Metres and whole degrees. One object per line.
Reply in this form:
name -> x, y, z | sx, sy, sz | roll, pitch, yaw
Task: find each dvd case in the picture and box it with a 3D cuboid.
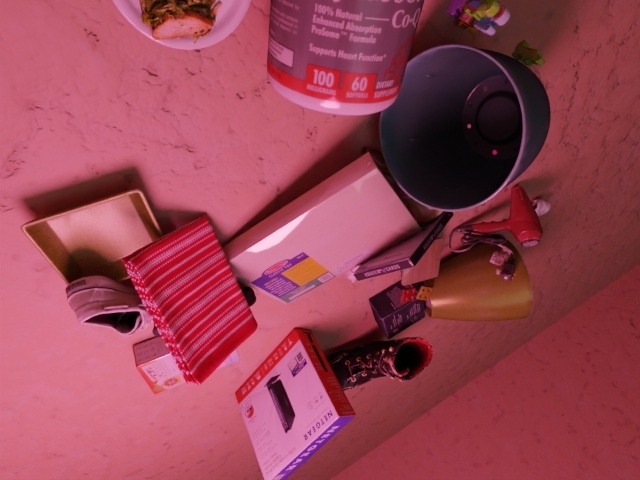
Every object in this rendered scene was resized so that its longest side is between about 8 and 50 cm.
dvd case -> 0.206, 0.009, 1.003 | 0.179, 0.030, 0.238 | -22, -164, 49

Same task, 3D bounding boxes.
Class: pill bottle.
pill bottle -> 0.043, -0.373, 0.526 | 0.210, 0.210, 0.363 | -12, 136, -24

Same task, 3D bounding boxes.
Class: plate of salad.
plate of salad -> -0.176, -0.349, 0.527 | 0.199, 0.048, 0.200 | -18, 138, -17

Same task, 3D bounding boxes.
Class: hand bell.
hand bell -> 0.183, -0.147, 0.955 | 0.242, 0.126, 0.126 | 28, 112, -33

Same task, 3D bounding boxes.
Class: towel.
towel -> -0.234, 0.112, 0.790 | 0.199, 0.031, 0.275 | -40, 114, -47

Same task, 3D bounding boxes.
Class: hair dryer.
hair dryer -> 0.553, -0.046, 1.235 | 0.294, 0.223, 0.080 | -51, 163, -12

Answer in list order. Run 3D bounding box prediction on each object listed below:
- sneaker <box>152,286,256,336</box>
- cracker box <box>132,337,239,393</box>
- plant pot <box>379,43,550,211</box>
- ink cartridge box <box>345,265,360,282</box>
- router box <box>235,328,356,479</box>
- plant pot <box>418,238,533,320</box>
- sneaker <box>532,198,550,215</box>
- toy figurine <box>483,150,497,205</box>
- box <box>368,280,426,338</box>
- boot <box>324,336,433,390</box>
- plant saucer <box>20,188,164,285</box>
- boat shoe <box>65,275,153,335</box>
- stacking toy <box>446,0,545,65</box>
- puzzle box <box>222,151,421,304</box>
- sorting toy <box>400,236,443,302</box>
sneaker -> -0.250, 0.118, 0.900 | 0.109, 0.130, 0.286 | -26, 169, 25
cracker box -> -0.337, 0.291, 1.047 | 0.232, 0.067, 0.156 | -18, 139, -17
plant pot -> 0.304, -0.227, 0.804 | 0.235, 0.293, 0.293 | -22, 141, -37
ink cartridge box -> 0.088, 0.073, 1.130 | 0.028, 0.048, 0.083 | 1, 129, -35
router box -> -0.092, 0.492, 1.233 | 0.082, 0.301, 0.335 | 22, 115, -46
plant pot -> 0.489, 0.155, 1.352 | 0.293, 0.275, 0.275 | -13, 139, 2
sneaker -> 0.722, -0.082, 1.410 | 0.061, 0.054, 0.152 | 14, 120, -24
toy figurine -> 0.420, -0.188, 1.061 | 0.159, 0.130, 0.173 | -56, 158, 11
box -> 0.260, 0.228, 1.367 | 0.158, 0.093, 0.156 | -30, 140, -6
boot -> 0.169, 0.422, 1.368 | 0.377, 0.138, 0.284 | -9, 169, -32
plant saucer -> -0.387, -0.004, 0.734 | 0.188, 0.045, 0.188 | -21, 139, -15
boat shoe -> -0.381, 0.144, 0.810 | 0.096, 0.088, 0.267 | -27, 158, -1
stacking toy -> 0.259, -0.377, 0.665 | 0.166, 0.221, 0.052 | 13, 125, -37
puzzle box -> 0.000, 0.000, 0.928 | 0.408, 0.052, 0.272 | -30, 143, 16
sorting toy -> 0.296, 0.064, 1.231 | 0.132, 0.046, 0.275 | -12, 118, -22
